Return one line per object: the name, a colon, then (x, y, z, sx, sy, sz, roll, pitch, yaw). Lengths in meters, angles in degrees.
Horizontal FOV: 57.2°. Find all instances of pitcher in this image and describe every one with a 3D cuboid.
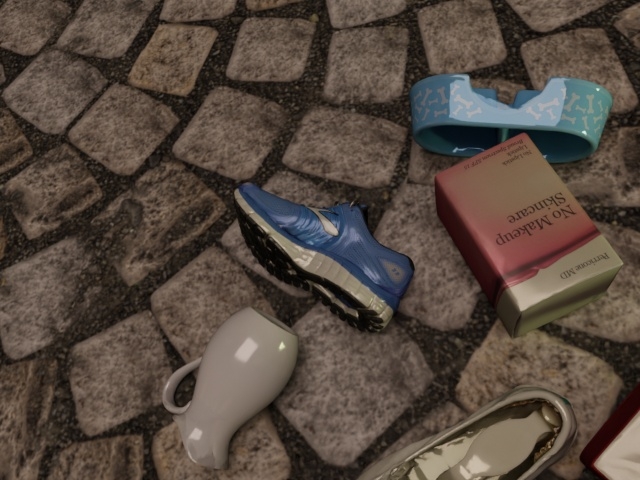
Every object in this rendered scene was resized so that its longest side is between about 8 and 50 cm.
pitcher: (-0.138, 0.191, 0.848, 0.178, 0.125, 0.207, 30, 87, 40)

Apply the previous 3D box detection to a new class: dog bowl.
dog bowl: (0.278, -0.179, 0.893, 0.297, 0.166, 0.074, 7, 79, 17)

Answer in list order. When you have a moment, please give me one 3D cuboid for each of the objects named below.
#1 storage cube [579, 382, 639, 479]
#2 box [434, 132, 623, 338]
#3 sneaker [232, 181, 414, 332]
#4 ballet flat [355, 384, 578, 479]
storage cube: (0.417, 0.232, 0.627, 0.183, 0.193, 0.215, 42, 91, 26)
box: (0.279, -0.007, 0.825, 0.148, 0.127, 0.232, -26, 62, 0)
sneaker: (0.000, 0.000, 0.909, 0.330, 0.130, 0.147, 34, 63, 22)
ballet flat: (0.140, 0.301, 0.713, 0.400, 0.139, 0.139, -34, 62, -3)
